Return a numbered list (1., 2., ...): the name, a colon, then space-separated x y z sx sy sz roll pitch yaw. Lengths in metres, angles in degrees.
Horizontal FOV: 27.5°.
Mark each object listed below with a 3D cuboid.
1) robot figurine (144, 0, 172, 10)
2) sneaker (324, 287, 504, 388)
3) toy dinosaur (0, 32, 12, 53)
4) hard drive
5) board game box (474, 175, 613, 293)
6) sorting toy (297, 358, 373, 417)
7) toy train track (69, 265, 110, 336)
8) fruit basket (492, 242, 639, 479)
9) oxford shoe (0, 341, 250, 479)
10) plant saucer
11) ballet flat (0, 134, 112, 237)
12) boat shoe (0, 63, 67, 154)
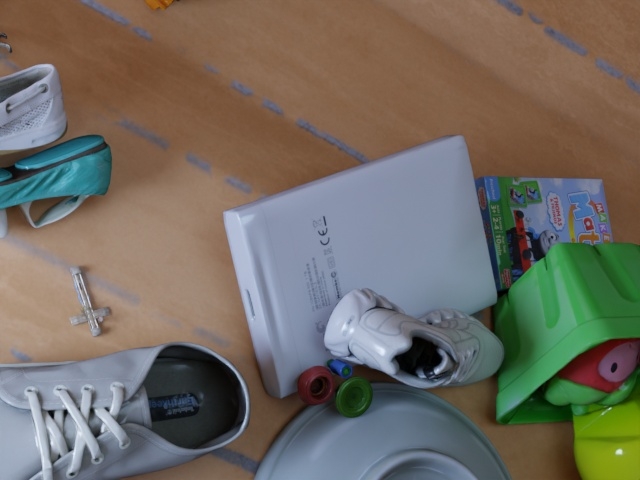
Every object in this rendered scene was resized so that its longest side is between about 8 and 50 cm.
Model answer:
1. robot figurine: -0.159 -0.435 1.648 0.211 0.085 0.291 45 61 -12
2. sneaker: 0.138 0.141 1.597 0.292 0.118 0.110 13 101 -45
3. toy dinosaur: -0.413 -0.208 1.473 0.093 0.053 0.183 35 53 1
4. hard drive: 0.059 0.025 1.629 0.353 0.047 0.233 -20 104 -31
5. board game box: 0.315 -0.008 1.820 0.212 0.039 0.160 0 76 -30
6. sorting toy: 0.013 0.171 1.556 0.102 0.042 0.061 21 90 -32
7. toy train track: -0.266 0.068 1.488 0.048 0.014 0.083 -17 84 -32
8. fruit basket: 0.424 0.206 1.709 0.392 0.283 0.392 15 52 -20
9. oxford shoe: -0.267 0.198 1.387 0.450 0.130 0.169 -10 83 -30
10. plant saucer: 0.106 0.363 1.564 0.401 0.100 0.400 8 73 -27
11. ballet flat: -0.339 -0.049 1.444 0.247 0.083 0.087 -18 110 -31
12. boat shoe: -0.401 -0.133 1.404 0.277 0.098 0.096 -24 130 -39
